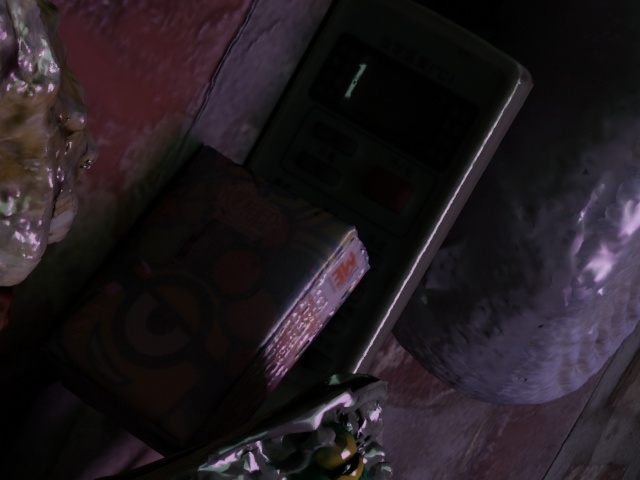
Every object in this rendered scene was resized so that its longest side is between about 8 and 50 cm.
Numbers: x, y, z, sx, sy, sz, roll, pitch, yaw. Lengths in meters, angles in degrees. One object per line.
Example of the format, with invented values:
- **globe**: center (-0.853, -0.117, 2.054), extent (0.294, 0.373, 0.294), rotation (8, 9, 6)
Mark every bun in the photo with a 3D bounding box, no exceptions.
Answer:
- **bun**: center (0.165, -0.060, 1.189), extent (0.354, 0.194, 0.354), rotation (-49, 166, -17)

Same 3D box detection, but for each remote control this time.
- **remote control**: center (0.000, 0.000, 1.029), extent (0.285, 0.123, 0.038), rotation (-58, 159, 3)

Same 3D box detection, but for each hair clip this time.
- **hair clip**: center (-0.106, 0.156, 0.863), extent (0.321, 0.091, 0.138), rotation (-14, 144, -13)

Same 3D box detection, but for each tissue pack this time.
- **tissue pack**: center (-0.060, 0.035, 0.959), extent (0.148, 0.109, 0.060), rotation (-51, 152, -16)

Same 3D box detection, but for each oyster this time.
- **oyster**: center (-0.124, -0.056, 0.718), extent (0.209, 0.072, 0.133), rotation (70, 31, -50)

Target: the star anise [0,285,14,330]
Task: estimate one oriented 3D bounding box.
- **star anise**: center (-0.187, 0.038, 0.774), extent (0.168, 0.057, 0.168), rotation (-45, 146, -42)
